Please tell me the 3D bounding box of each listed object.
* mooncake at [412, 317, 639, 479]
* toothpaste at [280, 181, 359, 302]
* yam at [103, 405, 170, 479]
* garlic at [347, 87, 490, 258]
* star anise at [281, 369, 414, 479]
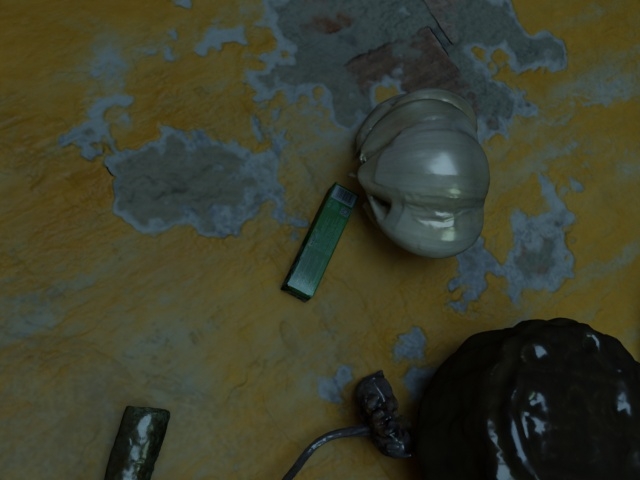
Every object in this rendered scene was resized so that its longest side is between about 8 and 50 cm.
[{"bbox_3d":[0.294,0.256,0.849,0.324,0.187,0.324,12,62,-24],"label":"mooncake"},{"bbox_3d":[0.000,0.000,0.958,0.043,0.037,0.178,29,67,-9],"label":"toothpaste"},{"bbox_3d":[-0.235,0.328,0.767,0.061,0.061,0.274,15,70,-11],"label":"yam"},{"bbox_3d":[0.141,-0.110,0.957,0.203,0.184,0.281,1,72,-8],"label":"garlic"},{"bbox_3d":[0.017,0.285,0.851,0.227,0.218,0.148,-24,117,2],"label":"star anise"}]
